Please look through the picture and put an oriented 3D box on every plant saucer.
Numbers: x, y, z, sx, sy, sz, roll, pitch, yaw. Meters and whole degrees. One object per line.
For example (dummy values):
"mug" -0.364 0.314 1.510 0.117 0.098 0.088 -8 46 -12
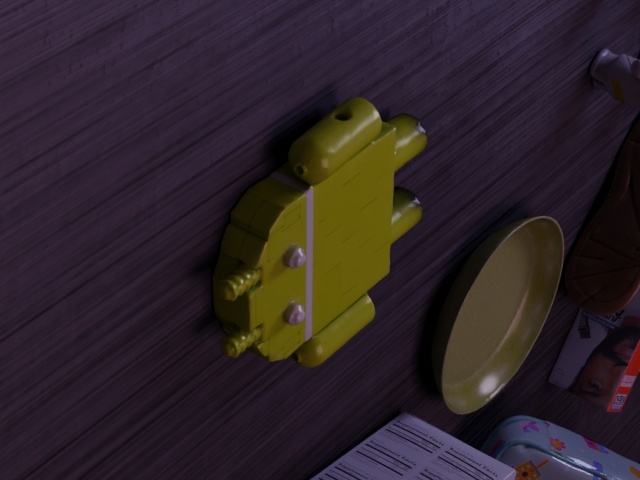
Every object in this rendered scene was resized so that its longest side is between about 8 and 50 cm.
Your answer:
"plant saucer" 0.190 0.077 1.783 0.241 0.037 0.241 -39 144 -37

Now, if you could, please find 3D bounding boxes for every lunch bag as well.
"lunch bag" 0.286 0.351 1.934 0.108 0.279 0.224 -84 -161 -72

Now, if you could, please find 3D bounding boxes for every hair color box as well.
"hair color box" 0.370 0.125 2.055 0.053 0.093 0.167 10 103 -59

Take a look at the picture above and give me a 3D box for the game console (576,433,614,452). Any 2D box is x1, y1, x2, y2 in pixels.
"game console" 0.412 0.385 2.127 0.173 0.293 0.250 -26 133 -47

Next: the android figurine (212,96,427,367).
"android figurine" 0.000 0.000 1.396 0.273 0.056 0.248 -38 142 -41

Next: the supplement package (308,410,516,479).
"supplement package" 0.076 0.324 1.679 0.203 0.149 0.194 -28 136 -46

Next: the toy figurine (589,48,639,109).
"toy figurine" 0.415 -0.236 1.779 0.209 0.148 0.213 -22 132 -50

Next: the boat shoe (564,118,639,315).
"boat shoe" 0.421 -0.055 1.980 0.342 0.123 0.123 -60 160 2
